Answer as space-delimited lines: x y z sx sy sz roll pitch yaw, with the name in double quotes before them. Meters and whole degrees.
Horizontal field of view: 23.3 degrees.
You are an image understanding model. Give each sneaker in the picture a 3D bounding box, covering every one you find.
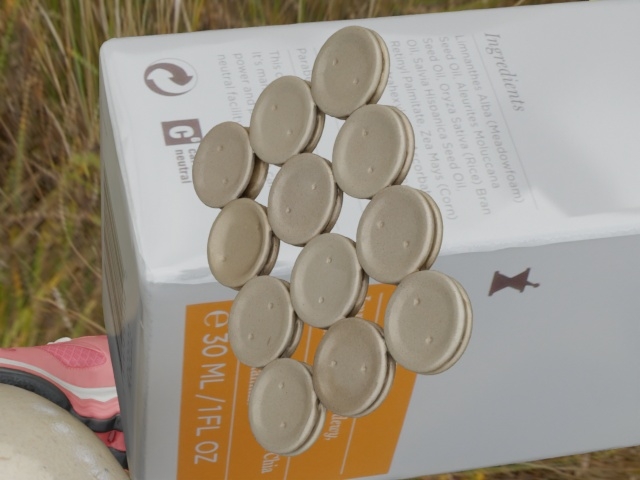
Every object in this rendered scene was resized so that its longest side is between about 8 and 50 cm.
"sneaker" -0.231 0.141 1.399 0.314 0.136 0.116 11 114 -25

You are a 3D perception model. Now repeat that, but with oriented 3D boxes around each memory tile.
"memory tile" 0.000 0.000 0.595 0.113 0.012 0.148 -35 57 33

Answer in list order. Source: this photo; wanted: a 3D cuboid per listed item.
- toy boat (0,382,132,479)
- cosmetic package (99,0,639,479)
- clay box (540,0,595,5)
"toy boat" -0.142 0.191 0.733 0.148 0.318 0.267 -36 101 -19
"cosmetic package" 0.112 0.003 0.862 0.453 0.230 0.161 -7 53 -12
"clay box" 0.240 -0.089 1.116 0.053 0.222 0.127 -27 59 26
